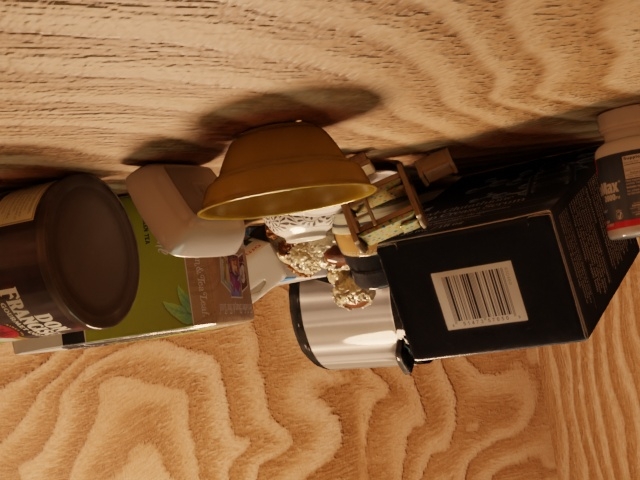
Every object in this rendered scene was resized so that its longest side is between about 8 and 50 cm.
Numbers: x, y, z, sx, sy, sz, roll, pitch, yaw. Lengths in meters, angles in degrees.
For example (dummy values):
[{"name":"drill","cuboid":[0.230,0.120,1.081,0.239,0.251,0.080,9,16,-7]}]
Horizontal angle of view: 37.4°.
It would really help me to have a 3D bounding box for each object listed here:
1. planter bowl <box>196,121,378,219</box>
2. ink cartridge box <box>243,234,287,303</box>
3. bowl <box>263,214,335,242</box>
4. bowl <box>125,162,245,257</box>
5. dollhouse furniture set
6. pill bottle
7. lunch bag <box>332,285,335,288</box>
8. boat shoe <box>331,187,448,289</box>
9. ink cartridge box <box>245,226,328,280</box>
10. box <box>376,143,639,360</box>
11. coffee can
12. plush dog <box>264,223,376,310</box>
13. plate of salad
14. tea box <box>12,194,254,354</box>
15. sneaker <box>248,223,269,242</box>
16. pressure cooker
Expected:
[{"name":"planter bowl","cuboid":[-0.045,-0.087,1.127,0.217,0.090,0.217,-8,174,-1]},{"name":"ink cartridge box","cuboid":[-0.188,0.063,1.950,0.153,0.086,0.208,-38,-153,-22]},{"name":"bowl","cuboid":[-0.031,-0.040,1.738,0.170,0.080,0.170,-9,175,-1]},{"name":"bowl","cuboid":[-0.165,-0.048,1.218,0.142,0.142,0.053,0,139,-53]},{"name":"dollhouse furniture set","cuboid":[0.111,-0.072,1.391,0.182,0.101,0.161,-24,157,12]},{"name":"pill bottle","cuboid":[0.447,-0.096,1.338,0.108,0.180,0.108,-8,175,-1]},{"name":"lunch bag","cuboid":[0.087,0.026,2.129,0.090,0.176,0.219,-7,175,-25]},{"name":"boat shoe","cuboid":[0.176,-0.013,1.792,0.187,0.155,0.500,-8,-175,28]},{"name":"ink cartridge box","cuboid":[-0.171,0.052,2.243,0.223,0.128,0.308,-4,173,-44]},{"name":"box","cuboid":[0.326,0.013,1.575,0.294,0.211,0.395,-12,-168,32]},{"name":"coffee can","cuboid":[-0.410,0.035,1.250,0.276,0.201,0.201,-10,175,21]},{"name":"plush dog","cuboid":[0.000,0.000,1.932,0.226,0.210,0.262,4,150,19]},{"name":"plate of salad","cuboid":[0.033,-0.084,1.536,0.200,0.048,0.200,-17,169,-3]},{"name":"tea box","cuboid":[-0.302,0.056,1.562,0.324,0.219,0.329,-8,175,5]},{"name":"sneaker","cuboid":[-0.066,-0.022,2.064,0.170,0.051,0.089,-11,177,-32]},{"name":"pressure cooker","cuboid":[0.172,0.136,2.402,0.421,0.369,0.375,-6,-178,23]}]
